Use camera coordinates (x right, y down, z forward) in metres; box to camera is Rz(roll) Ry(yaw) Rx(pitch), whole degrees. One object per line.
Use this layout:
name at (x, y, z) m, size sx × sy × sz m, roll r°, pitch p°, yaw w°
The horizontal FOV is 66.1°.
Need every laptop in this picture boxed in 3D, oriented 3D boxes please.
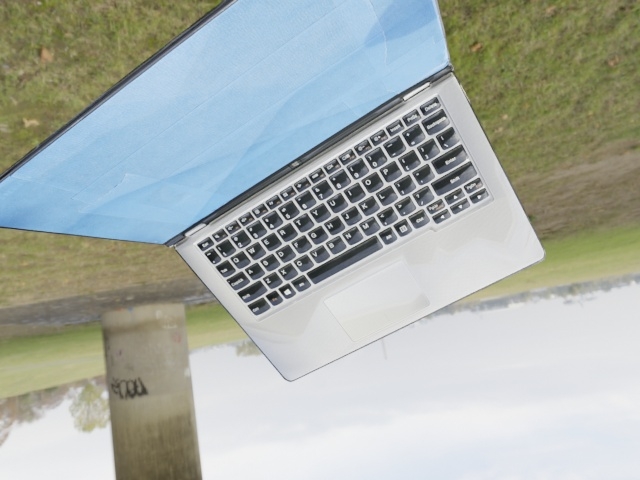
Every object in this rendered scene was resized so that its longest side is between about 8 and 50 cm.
laptop at (0.000, 0.000, 0.478) m, size 0.381 × 0.408 × 0.236 m, roll -29°, pitch -159°, yaw 16°
